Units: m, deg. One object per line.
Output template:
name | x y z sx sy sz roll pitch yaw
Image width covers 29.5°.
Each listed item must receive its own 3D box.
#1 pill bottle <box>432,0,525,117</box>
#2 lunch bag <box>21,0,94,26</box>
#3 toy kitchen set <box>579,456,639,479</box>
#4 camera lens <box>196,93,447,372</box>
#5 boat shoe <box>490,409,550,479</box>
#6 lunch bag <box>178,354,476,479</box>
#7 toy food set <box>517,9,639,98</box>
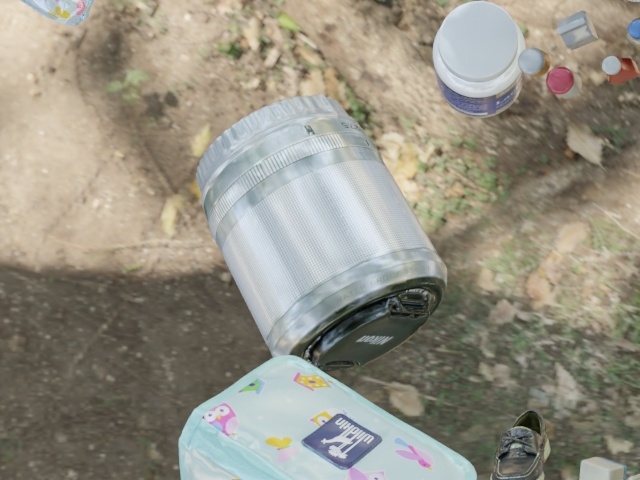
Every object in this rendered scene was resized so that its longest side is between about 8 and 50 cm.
pill bottle | 0.264 -0.301 2.024 0.153 0.264 0.153 -1 85 9
lunch bag | -0.212 -0.220 0.971 0.083 0.053 0.071 33 123 0
toy kitchen set | 0.498 0.386 1.731 0.207 0.166 0.122 13 103 49
camera lens | 0.000 0.000 1.402 0.219 0.219 0.274 -35 67 16
boat shoe | 0.293 0.310 1.796 0.080 0.223 0.073 -6 98 20
lunch bag | 0.019 0.214 1.029 0.223 0.262 0.160 30 86 24
toy food set | 0.377 -0.268 1.657 0.232 0.104 0.111 -21 82 24
